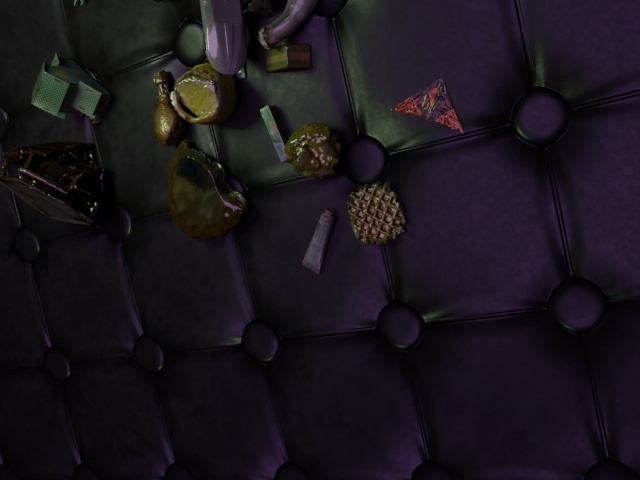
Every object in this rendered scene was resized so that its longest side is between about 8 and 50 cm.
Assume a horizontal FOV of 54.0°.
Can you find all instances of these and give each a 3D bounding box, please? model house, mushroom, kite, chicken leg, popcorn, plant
[{"bbox_3d":[-0.896,-0.514,2.176,0.271,0.206,0.178,44,114,13],"label":"model house"},{"bbox_3d":[-0.091,-0.646,1.815,0.092,0.081,0.223,40,101,1],"label":"mushroom"},{"bbox_3d":[0.311,-0.385,1.722,0.222,0.008,0.125,24,108,21],"label":"kite"},{"bbox_3d":[-0.513,-0.437,2.075,0.107,0.087,0.252,-10,88,16],"label":"chicken leg"},{"bbox_3d":[-0.015,-0.258,1.840,0.173,0.142,0.174,-3,77,11],"label":"popcorn"},{"bbox_3d":[-0.903,-0.247,2.211,0.317,0.297,0.283,7,58,30],"label":"model house"},{"bbox_3d":[-0.161,-0.751,1.824,0.131,0.142,0.203,18,97,12],"label":"plant"}]

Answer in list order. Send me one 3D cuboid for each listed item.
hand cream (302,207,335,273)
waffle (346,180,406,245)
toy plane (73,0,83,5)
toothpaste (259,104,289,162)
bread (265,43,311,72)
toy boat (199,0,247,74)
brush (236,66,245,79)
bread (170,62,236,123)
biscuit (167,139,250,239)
[{"bbox_3d":[0.000,0.000,1.925,0.067,0.043,0.210,29,116,21],"label":"hand cream"},{"bbox_3d":[0.162,-0.078,1.833,0.169,0.036,0.184,-17,93,25],"label":"waffle"},{"bbox_3d":[-0.840,-0.859,2.187,0.080,0.033,0.083,-45,72,26],"label":"toy plane"},{"bbox_3d":[-0.131,-0.328,1.928,0.037,0.043,0.179,-23,88,24],"label":"toothpaste"},{"bbox_3d":[-0.100,-0.546,1.892,0.139,0.084,0.074,9,105,56],"label":"bread"},{"bbox_3d":[-0.295,-0.631,1.876,0.140,0.140,0.270,5,102,25],"label":"toy boat"},{"bbox_3d":[-0.262,-0.593,1.954,0.033,0.030,0.179,-6,96,17],"label":"brush"},{"bbox_3d":[-0.360,-0.454,1.949,0.197,0.170,0.197,4,105,13],"label":"bread"},{"bbox_3d":[-0.377,-0.155,2.061,0.334,0.078,0.330,12,108,26],"label":"biscuit"}]
